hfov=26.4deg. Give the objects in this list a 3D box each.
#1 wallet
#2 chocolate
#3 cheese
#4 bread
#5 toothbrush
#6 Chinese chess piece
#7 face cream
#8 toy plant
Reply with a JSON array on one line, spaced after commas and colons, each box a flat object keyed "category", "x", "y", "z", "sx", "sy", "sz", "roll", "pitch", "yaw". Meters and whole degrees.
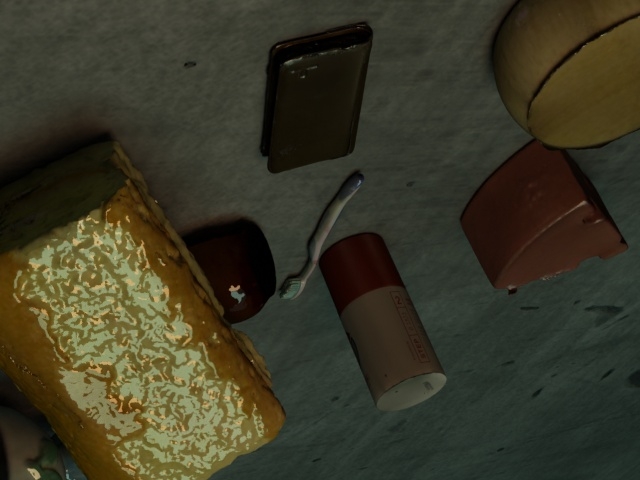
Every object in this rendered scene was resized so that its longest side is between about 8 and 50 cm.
[{"category": "wallet", "x": -0.005, "y": -0.147, "z": 1.445, "sx": 0.110, "sy": 0.031, "sz": 0.198, "roll": -14, "pitch": 151, "yaw": -15}, {"category": "chocolate", "x": -0.130, "y": 0.041, "z": 1.628, "sx": 0.133, "sy": 0.127, "sz": 0.124, "roll": -20, "pitch": 124, "yaw": 22}, {"category": "cheese", "x": 0.304, "y": -0.043, "z": 1.755, "sx": 0.202, "sy": 0.128, "sz": 0.177, "roll": -16, "pitch": 152, "yaw": -11}, {"category": "bread", "x": -0.218, "y": 0.104, "z": 1.435, "sx": 0.236, "sy": 0.165, "sz": 0.375, "roll": -29, "pitch": 122, "yaw": 4}, {"category": "toothbrush", "x": 0.000, "y": 0.000, "z": 1.718, "sx": 0.027, "sy": 0.021, "sz": 0.269, "roll": -12, "pitch": 150, "yaw": -31}, {"category": "Chinese chess piece", "x": 0.316, "y": -0.210, "z": 1.496, "sx": 0.257, "sy": 0.104, "sz": 0.257, "roll": -18, "pitch": 152, "yaw": -10}, {"category": "face cream", "x": 0.077, "y": 0.103, "z": 1.748, "sx": 0.095, "sy": 0.214, "sz": 0.096, "roll": -18, "pitch": 152, "yaw": -10}, {"category": "toy plant", "x": -0.326, "y": 0.325, "z": 1.806, "sx": 0.332, "sy": 0.247, "sz": 0.247, "roll": 5, "pitch": 141, "yaw": -37}]
